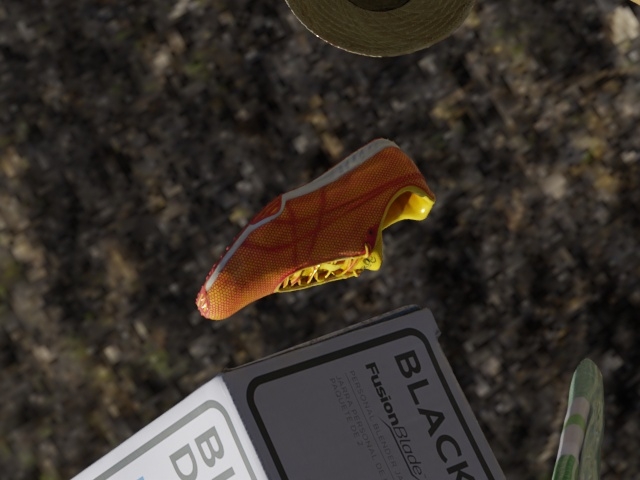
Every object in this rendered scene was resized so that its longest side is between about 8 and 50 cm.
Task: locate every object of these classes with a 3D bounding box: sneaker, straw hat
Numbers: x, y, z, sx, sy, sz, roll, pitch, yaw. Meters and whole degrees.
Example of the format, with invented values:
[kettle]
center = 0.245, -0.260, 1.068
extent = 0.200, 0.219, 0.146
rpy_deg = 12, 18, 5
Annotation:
[sneaker]
center = 0.000, 0.000, 1.092
extent = 0.067, 0.175, 0.064
rpy_deg = 50, 157, 13
[straw hat]
center = 0.032, -0.173, 1.149
extent = 0.144, 0.144, 0.061
rpy_deg = 52, 164, 10

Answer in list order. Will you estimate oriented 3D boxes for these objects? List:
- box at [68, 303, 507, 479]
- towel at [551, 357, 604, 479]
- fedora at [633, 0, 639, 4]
[box]
center = -0.044, 0.157, 0.608
extent = 0.290, 0.087, 0.169
rpy_deg = -35, 75, 46
[towel]
center = 0.161, 0.267, 1.170
extent = 0.038, 0.325, 0.248
rpy_deg = 5, 119, 12
[fedora]
center = 0.215, -0.144, 0.771
extent = 0.194, 0.194, 0.079
rpy_deg = 20, 121, 45
